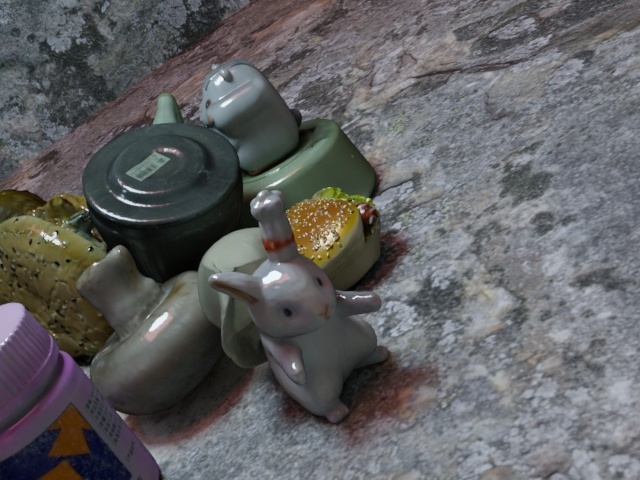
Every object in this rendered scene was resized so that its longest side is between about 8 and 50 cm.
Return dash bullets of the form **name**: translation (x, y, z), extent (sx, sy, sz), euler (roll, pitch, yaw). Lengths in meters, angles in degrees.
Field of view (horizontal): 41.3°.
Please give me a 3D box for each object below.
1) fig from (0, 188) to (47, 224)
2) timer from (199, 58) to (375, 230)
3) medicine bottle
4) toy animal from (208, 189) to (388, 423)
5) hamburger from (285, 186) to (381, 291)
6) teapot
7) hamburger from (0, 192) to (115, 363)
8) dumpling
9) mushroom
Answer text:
- **fig**: translation (-0.677, 0.047, 1.724), extent (0.286, 0.286, 0.369), euler (-26, 5, 11)
- **timer**: translation (-0.099, -0.168, 1.485), extent (0.290, 0.315, 0.291), euler (-26, 26, 13)
- **medicine bottle**: translation (-0.344, 0.235, 1.032), extent (0.178, 0.291, 0.178), euler (-24, 26, 13)
- **toy animal**: translation (-0.021, 0.086, 0.986), extent (0.138, 0.282, 0.140), euler (25, 59, 36)
- **hamburger**: translation (0.000, 0.000, 1.295), extent (0.173, 0.116, 0.210), euler (-45, 28, -23)
- **teapot**: translation (-0.260, -0.057, 1.375), extent (0.239, 0.239, 0.321), euler (-26, 50, -22)
- **hamburger**: translation (-0.448, 0.059, 1.522), extent (0.318, 0.277, 0.195), euler (-17, 18, 37)
- **dumpling**: translation (-0.086, 0.066, 1.122), extent (0.132, 0.162, 0.250), euler (-9, 16, 18)
- **mushroom**: translation (-0.253, 0.118, 1.211), extent (0.243, 0.243, 0.243), euler (-25, 25, 13)
